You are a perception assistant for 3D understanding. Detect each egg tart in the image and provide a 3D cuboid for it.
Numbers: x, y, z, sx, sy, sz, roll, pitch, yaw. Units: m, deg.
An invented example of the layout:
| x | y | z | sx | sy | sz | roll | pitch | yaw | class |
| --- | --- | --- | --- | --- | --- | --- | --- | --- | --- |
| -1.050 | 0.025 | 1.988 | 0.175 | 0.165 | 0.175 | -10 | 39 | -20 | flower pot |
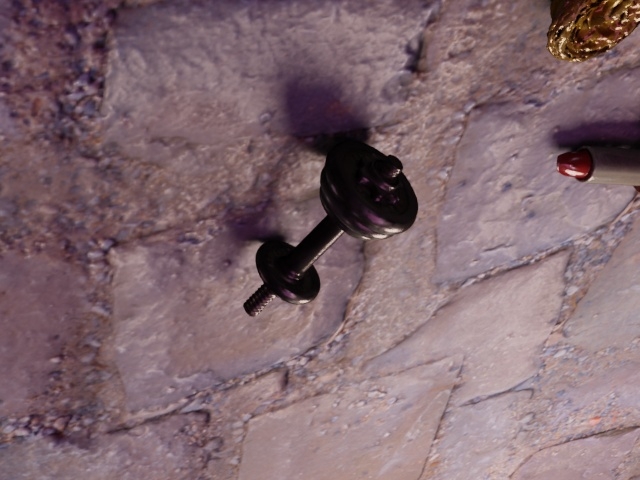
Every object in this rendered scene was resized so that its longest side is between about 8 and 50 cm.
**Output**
| x | y | z | sx | sy | sz | roll | pitch | yaw | class |
| --- | --- | --- | --- | --- | --- | --- | --- | --- | --- |
| 0.267 | -0.227 | 1.259 | 0.128 | 0.049 | 0.129 | -23 | 148 | -15 | egg tart |

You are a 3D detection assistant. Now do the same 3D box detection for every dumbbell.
| x | y | z | sx | sy | sz | roll | pitch | yaw | class |
| --- | --- | --- | --- | --- | --- | --- | --- | --- | --- |
| 0.000 | 0.000 | 1.324 | 0.110 | 0.110 | 0.254 | 9 | 136 | -41 | dumbbell |

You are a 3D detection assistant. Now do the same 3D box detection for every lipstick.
| x | y | z | sx | sy | sz | roll | pitch | yaw | class |
| --- | --- | --- | --- | --- | --- | --- | --- | --- | --- |
| 0.339 | -0.087 | 1.482 | 0.186 | 0.057 | 0.063 | 2 | 135 | -28 | lipstick |
